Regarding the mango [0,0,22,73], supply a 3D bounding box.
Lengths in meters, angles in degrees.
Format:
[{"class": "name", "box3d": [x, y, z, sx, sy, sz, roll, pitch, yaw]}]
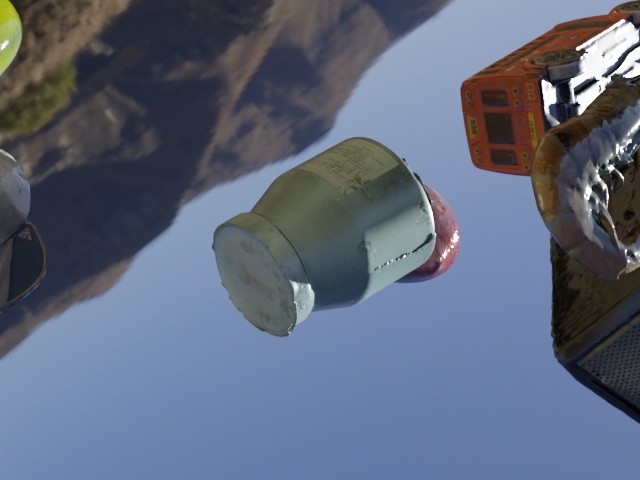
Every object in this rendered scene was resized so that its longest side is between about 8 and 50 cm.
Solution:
[{"class": "mango", "box3d": [-0.638, -0.366, 2.208, 0.185, 0.149, 0.273, -42, -155, 5]}]

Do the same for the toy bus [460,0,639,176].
[{"class": "toy bus", "box3d": [0.314, -0.192, 1.468, 0.153, 0.143, 0.329, 6, -151, 40]}]

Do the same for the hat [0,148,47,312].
[{"class": "hat", "box3d": [-0.518, -0.010, 1.692, 0.232, 0.275, 0.161, 7, 178, 31]}]

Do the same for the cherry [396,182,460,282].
[{"class": "cherry", "box3d": [0.157, -0.023, 2.236, 0.239, 0.239, 0.206, -18, -122, 57]}]

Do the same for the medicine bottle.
[{"class": "medicine bottle", "box3d": [0.000, 0.000, 1.884, 0.290, 0.245, 0.245, -32, -173, -33]}]

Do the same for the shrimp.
[{"class": "shrimp", "box3d": [0.313, -0.073, 1.214, 0.296, 0.169, 0.058, -38, -168, -38]}]

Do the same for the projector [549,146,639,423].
[{"class": "projector", "box3d": [0.542, 0.093, 1.748, 0.242, 0.405, 0.395, -46, -160, 36]}]
